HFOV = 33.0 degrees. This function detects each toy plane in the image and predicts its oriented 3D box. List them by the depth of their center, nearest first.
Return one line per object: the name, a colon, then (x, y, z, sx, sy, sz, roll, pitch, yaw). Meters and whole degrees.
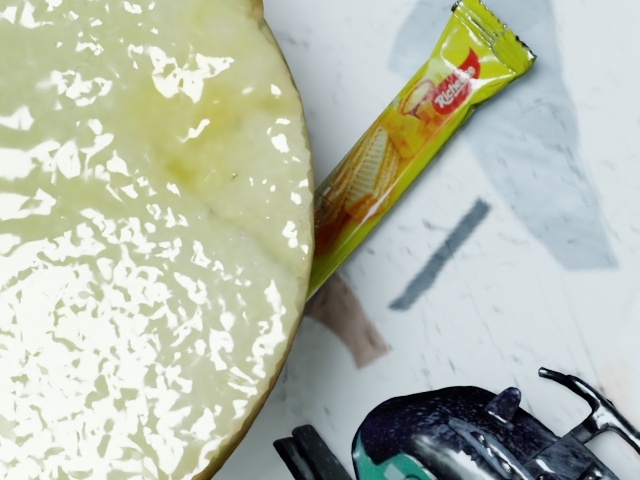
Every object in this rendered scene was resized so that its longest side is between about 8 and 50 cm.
toy plane: (0.122, 0.189, 0.461, 0.381, 0.106, 0.155, 44, 121, 20)

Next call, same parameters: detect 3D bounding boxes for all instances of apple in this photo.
apple: (-0.148, 0.001, 0.515, 0.314, 0.252, 0.309, -29, 82, 38)

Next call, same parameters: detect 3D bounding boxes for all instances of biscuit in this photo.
biscuit: (0.000, 0.000, 0.557, 0.048, 0.026, 0.292, 47, 117, 13)
